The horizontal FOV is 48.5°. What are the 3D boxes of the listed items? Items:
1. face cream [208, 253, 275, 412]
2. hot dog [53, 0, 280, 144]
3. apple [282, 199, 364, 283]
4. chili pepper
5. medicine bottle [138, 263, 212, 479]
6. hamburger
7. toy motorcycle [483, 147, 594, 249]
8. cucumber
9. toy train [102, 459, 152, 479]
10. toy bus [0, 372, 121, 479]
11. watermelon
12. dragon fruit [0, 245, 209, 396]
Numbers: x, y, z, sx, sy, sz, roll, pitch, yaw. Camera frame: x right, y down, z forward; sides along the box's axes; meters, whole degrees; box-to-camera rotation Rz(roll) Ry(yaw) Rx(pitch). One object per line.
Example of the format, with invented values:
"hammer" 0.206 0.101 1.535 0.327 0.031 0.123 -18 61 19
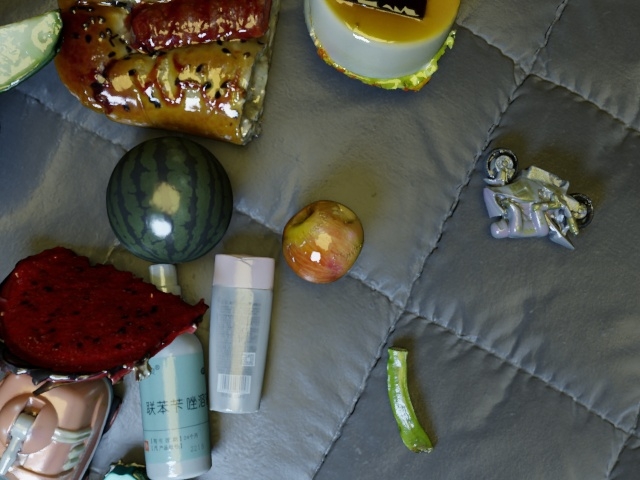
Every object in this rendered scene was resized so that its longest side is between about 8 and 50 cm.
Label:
"face cream" -0.138 0.158 1.229 0.107 0.073 0.269 4 86 -7
"hot dog" -0.263 -0.365 1.198 0.365 0.196 0.367 8 83 0
"apple" 0.000 0.000 1.214 0.146 0.146 0.146 0 87 -4
"chili pepper" 0.150 0.287 1.259 0.052 0.050 0.202 -14 89 32
"medicine bottle" -0.251 0.215 1.198 0.110 0.110 0.352 -5 85 -5
"hamburger" 0.104 -0.411 1.231 0.276 0.179 0.294 9 83 -6
"toy motorcycle" 0.373 -0.058 1.281 0.225 0.073 0.152 31 86 0
"cucumber" -0.538 -0.271 1.110 0.325 0.145 0.105 -21 112 -2
"toy train" -0.310 0.476 1.181 0.203 0.112 0.163 38 79 -3
"toy bus" -0.454 0.320 1.122 0.194 0.232 0.288 25 83 -5
"watermelon" -0.247 -0.067 1.168 0.212 0.212 0.212 0 87 -4
"dragon fruit" -0.387 0.141 1.114 0.343 0.282 0.100 22 123 24
